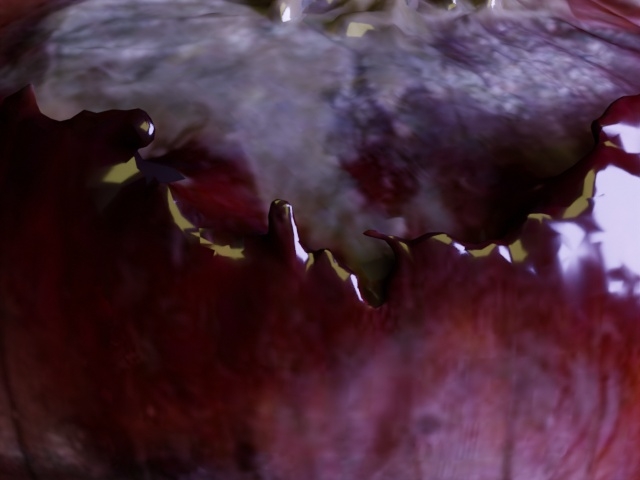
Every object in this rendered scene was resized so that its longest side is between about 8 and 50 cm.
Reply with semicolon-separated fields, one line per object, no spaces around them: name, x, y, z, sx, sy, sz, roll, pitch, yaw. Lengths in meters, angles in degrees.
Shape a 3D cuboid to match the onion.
onion;0.000;0.000;0.470;0.272;0.195;0.272;7;25;-3
